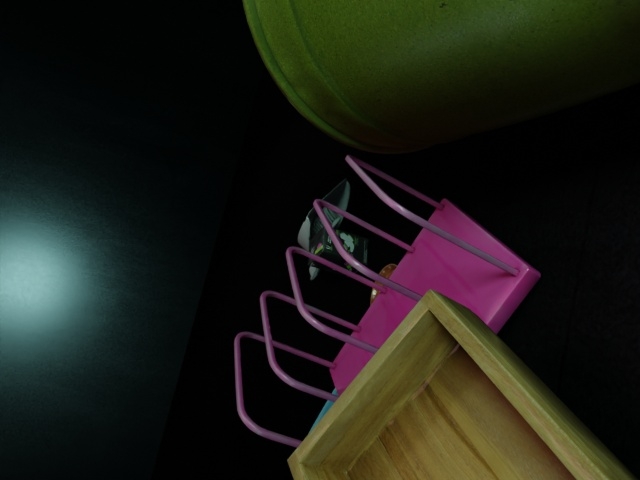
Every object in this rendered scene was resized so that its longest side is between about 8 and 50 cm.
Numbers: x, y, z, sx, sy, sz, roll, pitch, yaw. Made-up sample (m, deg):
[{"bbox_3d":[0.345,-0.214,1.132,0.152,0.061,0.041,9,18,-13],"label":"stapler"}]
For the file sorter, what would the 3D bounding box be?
[{"bbox_3d":[0.045,0.076,0.610,0.290,0.182,0.202,-58,22,15],"label":"file sorter"}]

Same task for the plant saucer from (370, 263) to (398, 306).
[{"bbox_3d":[0.098,0.075,0.772,0.083,0.013,0.083,-52,28,43],"label":"plant saucer"}]

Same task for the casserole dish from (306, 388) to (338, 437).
[{"bbox_3d":[0.025,0.285,0.755,0.114,0.037,0.188,-109,40,-59],"label":"casserole dish"}]

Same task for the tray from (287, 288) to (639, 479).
[{"bbox_3d":[0.127,0.229,0.306,0.202,0.076,0.411,-53,34,13],"label":"tray"}]

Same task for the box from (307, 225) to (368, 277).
[{"bbox_3d":[0.029,0.020,0.901,0.062,0.083,0.052,-44,33,52],"label":"box"}]

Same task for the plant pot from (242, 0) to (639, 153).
[{"bbox_3d":[0.168,-0.256,0.441,0.353,0.367,0.366,16,88,59],"label":"plant pot"}]

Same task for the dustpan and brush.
[{"bbox_3d":[0.000,0.000,1.014,0.147,0.060,0.211,-45,-11,-43],"label":"dustpan and brush"}]
